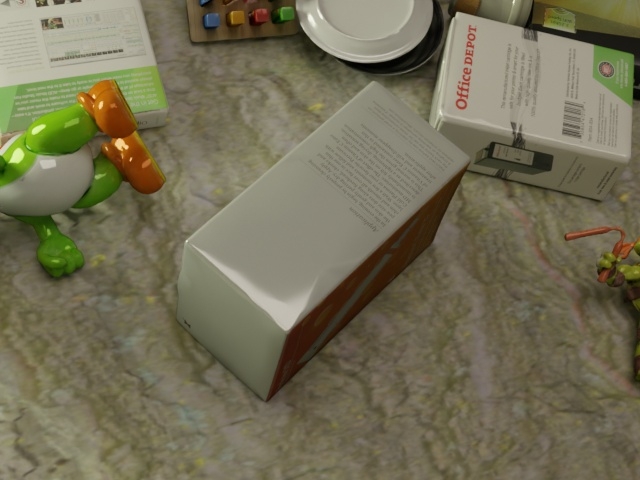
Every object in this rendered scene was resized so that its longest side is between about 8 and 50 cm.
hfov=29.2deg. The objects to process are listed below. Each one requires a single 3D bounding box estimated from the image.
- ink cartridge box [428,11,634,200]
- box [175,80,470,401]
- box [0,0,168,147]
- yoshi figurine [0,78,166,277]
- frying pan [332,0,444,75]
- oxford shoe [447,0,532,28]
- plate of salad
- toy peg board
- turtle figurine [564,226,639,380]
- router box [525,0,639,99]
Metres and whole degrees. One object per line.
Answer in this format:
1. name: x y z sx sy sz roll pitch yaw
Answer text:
1. ink cartridge box: 0.299 -0.193 1.762 0.273 0.114 0.198 13 59 -3
2. box: 0.000 0.000 1.541 0.168 0.215 0.345 41 63 13
3. box: -0.361 -0.292 1.716 0.232 0.058 0.322 -10 69 -16
4. yoshi figurine: -0.378 -0.045 1.512 0.362 0.203 0.203 -26 87 -5
5. frying pan: 0.088 -0.382 1.856 0.197 0.053 0.326 4 65 -4
6. oxford shoe: 0.261 -0.520 1.919 0.130 0.169 0.449 7 65 -4
7. plate of salad: 0.063 -0.338 1.787 0.200 0.048 0.199 2 65 -3
8. toy peg board: -0.111 -0.375 1.771 0.161 0.079 0.161 -7 96 -14
9. turtle figurine: 0.443 0.077 1.648 0.270 0.087 0.217 5 69 -25
10. router box: 0.467 -0.343 1.897 0.309 0.081 0.242 12 60 -3
